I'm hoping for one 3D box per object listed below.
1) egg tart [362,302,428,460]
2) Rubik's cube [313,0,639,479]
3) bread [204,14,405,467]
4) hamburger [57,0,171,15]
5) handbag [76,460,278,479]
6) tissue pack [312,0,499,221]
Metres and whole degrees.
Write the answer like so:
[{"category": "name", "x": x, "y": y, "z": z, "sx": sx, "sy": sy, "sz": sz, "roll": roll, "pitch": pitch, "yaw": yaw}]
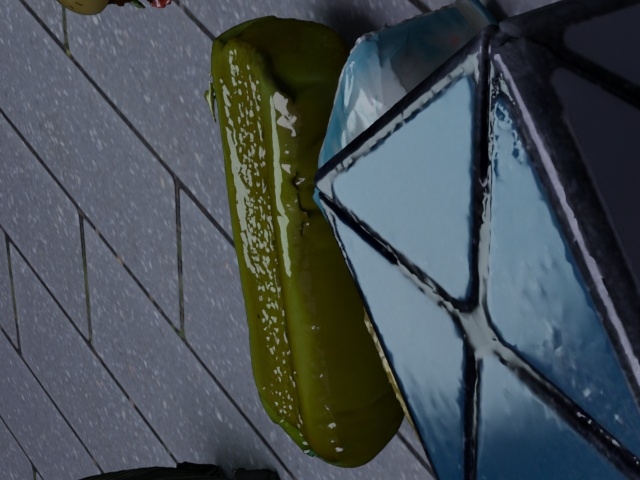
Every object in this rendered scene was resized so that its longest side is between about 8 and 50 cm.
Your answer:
[{"category": "egg tart", "x": 0.092, "y": 0.103, "z": 1.470, "sx": 0.191, "sy": 0.074, "sz": 0.191, "roll": -22, "pitch": -90, "yaw": -87}, {"category": "Rubik's cube", "x": 0.182, "y": 0.008, "z": 1.024, "sx": 0.260, "sy": 0.254, "sz": 0.259, "roll": 65, "pitch": 156, "yaw": 8}, {"category": "bread", "x": 0.000, "y": 0.000, "z": 1.578, "sx": 0.166, "sy": 0.112, "sz": 0.384, "roll": 39, "pitch": 142, "yaw": 55}, {"category": "hamburger", "x": -0.192, "y": -0.275, "z": 1.728, "sx": 0.175, "sy": 0.137, "sz": 0.175, "roll": 41, "pitch": 143, "yaw": 41}, {"category": "handbag", "x": -0.179, "y": 0.353, "z": 2.021, "sx": 0.247, "sy": 0.340, "sz": 0.240, "roll": -2, "pitch": 90, "yaw": 63}, {"category": "tissue pack", "x": 0.113, "y": -0.001, "z": 1.332, "sx": 0.271, "sy": 0.124, "sz": 0.201, "roll": 56, "pitch": 156, "yaw": 25}]
